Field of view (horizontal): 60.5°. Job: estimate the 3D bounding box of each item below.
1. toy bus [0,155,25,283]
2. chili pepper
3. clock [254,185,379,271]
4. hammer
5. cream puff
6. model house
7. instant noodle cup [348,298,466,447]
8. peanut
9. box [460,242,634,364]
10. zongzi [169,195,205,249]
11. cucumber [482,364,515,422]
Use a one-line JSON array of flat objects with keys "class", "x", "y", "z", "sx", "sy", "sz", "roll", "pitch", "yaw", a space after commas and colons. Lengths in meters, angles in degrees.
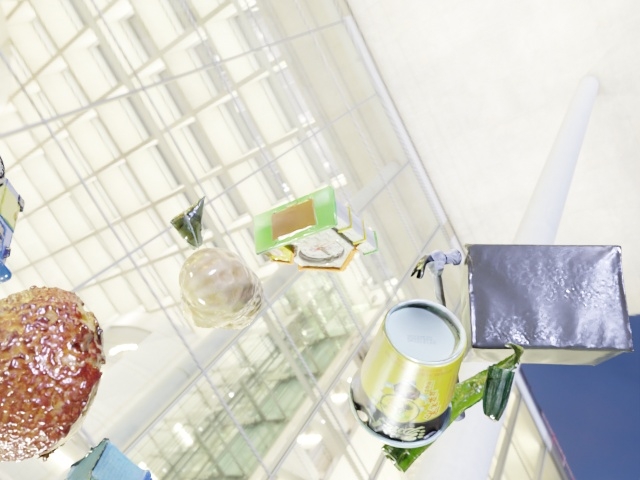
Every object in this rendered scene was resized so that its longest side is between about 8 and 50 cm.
[{"class": "toy bus", "x": -0.489, "y": -0.076, "z": 0.661, "sx": 0.138, "sy": 0.175, "sz": 0.287, "roll": -9, "pitch": -38, "yaw": -5}, {"class": "chili pepper", "x": 0.278, "y": 0.339, "z": 1.144, "sx": 0.085, "sy": 0.359, "sz": 0.076, "roll": 52, "pitch": -6, "yaw": -15}, {"class": "clock", "x": 0.000, "y": 0.000, "z": 1.357, "sx": 0.220, "sy": 0.106, "sz": 0.255, "roll": -20, "pitch": -33, "yaw": 24}, {"class": "hammer", "x": 0.318, "y": 0.234, "z": 1.360, "sx": 0.044, "sy": 0.152, "sz": 0.426, "roll": -9, "pitch": -87, "yaw": 56}, {"class": "cream puff", "x": -0.562, "y": 0.241, "z": 1.028, "sx": 0.351, "sy": 0.350, "sz": 0.229, "roll": -9, "pitch": -28, "yaw": 34}, {"class": "model house", "x": -0.303, "y": 0.387, "z": 0.800, "sx": 0.149, "sy": 0.119, "sz": 0.148, "roll": 39, "pitch": -72, "yaw": -17}, {"class": "instant noodle cup", "x": 0.172, "y": 0.239, "z": 1.033, "sx": 0.216, "sy": 0.215, "sz": 0.236, "roll": 25, "pitch": -46, "yaw": 16}, {"class": "peanut", "x": -0.239, "y": 0.135, "z": 1.347, "sx": 0.170, "sy": 0.192, "sz": 0.387, "roll": 38, "pitch": -10, "yaw": 16}, {"class": "box", "x": 0.505, "y": 0.155, "z": 1.295, "sx": 0.346, "sy": 0.251, "sz": 0.204, "roll": 1, "pitch": -22, "yaw": 6}, {"class": "zongzi", "x": -0.327, "y": -0.044, "z": 1.478, "sx": 0.109, "sy": 0.119, "sz": 0.055, "roll": 55, "pitch": -12, "yaw": -13}, {"class": "cucumber", "x": 0.316, "y": 0.276, "z": 0.988, "sx": 0.048, "sy": 0.048, "sz": 0.105, "roll": 14, "pitch": -86, "yaw": 24}]
